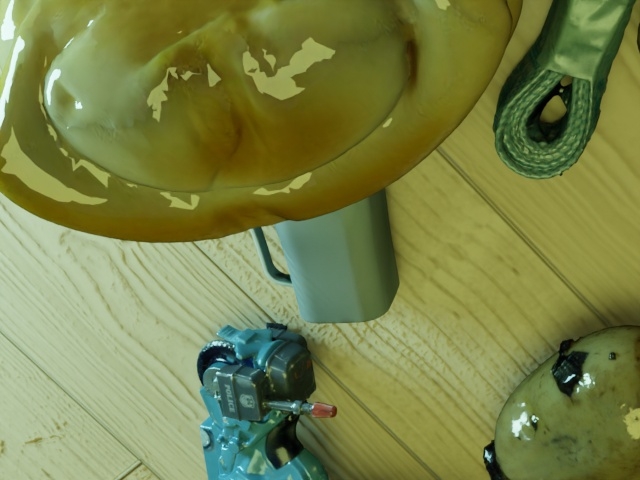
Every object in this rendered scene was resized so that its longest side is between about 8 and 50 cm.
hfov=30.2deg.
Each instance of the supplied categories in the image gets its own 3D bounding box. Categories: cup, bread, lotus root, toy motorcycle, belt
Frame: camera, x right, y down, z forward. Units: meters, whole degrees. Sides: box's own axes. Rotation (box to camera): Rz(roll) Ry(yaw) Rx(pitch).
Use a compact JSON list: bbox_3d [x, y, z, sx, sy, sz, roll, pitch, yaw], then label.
[{"bbox_3d":[0.000,0.000,1.075,0.128,0.095,0.129,-4,116,19],"label":"cup"},{"bbox_3d":[-0.059,-0.170,0.916,0.424,0.245,0.329,-14,111,16],"label":"bread"},{"bbox_3d":[0.256,0.155,1.062,0.257,0.140,0.154,-31,119,36],"label":"lotus root"},{"bbox_3d":[-0.037,0.214,1.172,0.182,0.123,0.272,5,116,29],"label":"toy motorcycle"},{"bbox_3d":[0.209,-0.191,0.937,0.087,0.072,0.302,20,120,9],"label":"belt"}]

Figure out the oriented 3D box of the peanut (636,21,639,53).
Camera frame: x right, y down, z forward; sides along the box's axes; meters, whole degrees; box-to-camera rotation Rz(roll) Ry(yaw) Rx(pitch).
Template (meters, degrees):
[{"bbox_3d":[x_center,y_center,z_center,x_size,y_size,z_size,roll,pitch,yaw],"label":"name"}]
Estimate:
[{"bbox_3d":[0.303,-0.159,0.881,0.089,0.089,0.193,53,160,-13],"label":"peanut"}]
